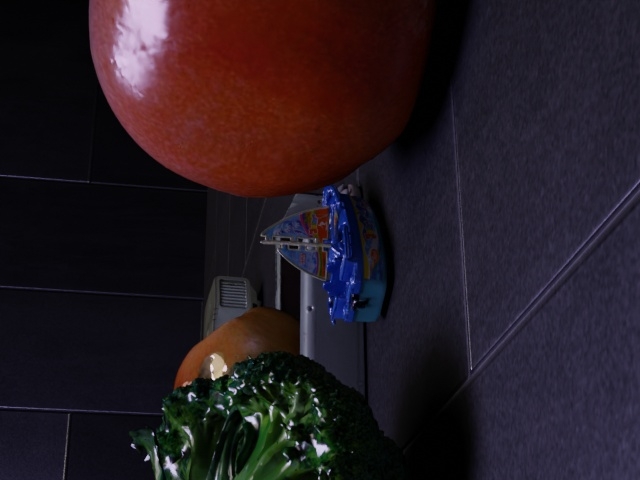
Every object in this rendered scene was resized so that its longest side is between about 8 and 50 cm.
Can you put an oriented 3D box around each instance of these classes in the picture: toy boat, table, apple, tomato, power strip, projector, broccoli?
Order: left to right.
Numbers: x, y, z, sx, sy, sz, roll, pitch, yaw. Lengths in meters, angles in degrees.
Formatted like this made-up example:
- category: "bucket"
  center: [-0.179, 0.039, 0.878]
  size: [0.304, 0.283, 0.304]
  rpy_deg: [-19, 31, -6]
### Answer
- category: "projector"
  center: [-0.145, 0.201, 1.957]
  size: [0.193, 0.088, 0.270]
  rpy_deg: [115, 156, -63]
- category: "broccoli"
  center: [-0.056, 0.220, 0.847]
  size: [0.297, 0.297, 0.298]
  rpy_deg: [3, 94, 51]
- category: "apple"
  center: [-0.064, 0.162, 1.208]
  size: [0.199, 0.199, 0.199]
  rpy_deg: [-176, 90, -81]
- category: "tomato"
  center: [-0.047, -0.213, 0.978]
  size: [0.341, 0.272, 0.342]
  rpy_deg: [-177, 90, -80]
- category: "table"
  center: [-0.017, 0.050, 1.341]
  size: [0.175, 0.062, 0.146]
  rpy_deg: [119, 154, -62]
- category: "toy boat"
  center: [0.000, 0.000, 1.107]
  size: [0.175, 0.110, 0.091]
  rpy_deg: [-96, 14, -53]
- category: "power strip"
  center: [0.012, 0.105, 1.138]
  size: [0.027, 0.060, 0.253]
  rpy_deg: [116, 157, -64]

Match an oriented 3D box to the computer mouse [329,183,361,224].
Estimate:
- category: "computer mouse"
  center: [0.016, -0.011, 1.224]
  size: [0.066, 0.039, 0.096]
  rpy_deg: [-121, 36, -73]
